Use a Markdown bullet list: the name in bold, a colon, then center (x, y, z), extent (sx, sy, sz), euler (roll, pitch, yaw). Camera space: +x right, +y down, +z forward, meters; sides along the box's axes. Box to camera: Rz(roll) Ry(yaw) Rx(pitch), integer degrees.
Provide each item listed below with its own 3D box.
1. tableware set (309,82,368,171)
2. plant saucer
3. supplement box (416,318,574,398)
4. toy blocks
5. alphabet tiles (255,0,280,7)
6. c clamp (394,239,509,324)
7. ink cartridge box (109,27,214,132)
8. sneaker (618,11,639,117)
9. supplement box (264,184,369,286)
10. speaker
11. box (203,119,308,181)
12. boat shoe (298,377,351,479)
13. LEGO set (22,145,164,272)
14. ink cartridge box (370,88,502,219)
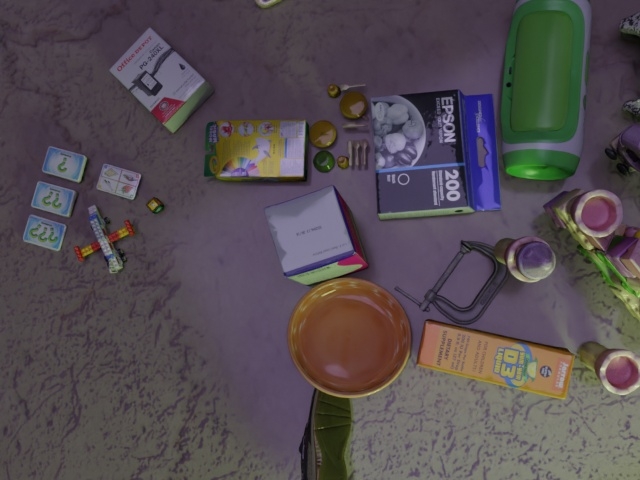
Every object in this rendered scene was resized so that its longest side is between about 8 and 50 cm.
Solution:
- **tableware set**: center (0.032, -0.196, 1.336), extent (0.104, 0.024, 0.154), euler (-2, 84, 12)
- **plant saucer**: center (0.046, 0.158, 1.255), extent (0.200, 0.037, 0.199), euler (0, 67, -1)
- **supplement box**: center (0.273, 0.185, 1.220), extent (0.234, 0.080, 0.078), euler (11, 87, 8)
- **toy blocks**: center (0.456, 0.028, 1.087), extent (0.309, 0.260, 0.288), euler (-40, 95, 1)
- **alphabet tiles**: center (-0.106, -0.568, 1.392), extent (0.278, 0.021, 0.284), euler (-26, 86, 4)
- **c clamp**: center (0.225, 0.063, 1.270), extent (0.137, 0.022, 0.160), euler (41, 91, 12)
- **ink cartridge box**: center (-0.282, -0.284, 1.373), extent (0.150, 0.063, 0.109), euler (44, 91, 11)
- **sneaker**: center (0.576, -0.201, 1.210), extent (0.182, 0.158, 0.410), euler (-15, 77, 27)
- **supplement box**: center (0.000, 0.000, 1.214), extent (0.111, 0.220, 0.113), euler (-18, 79, 6)
- **speaker**: center (0.361, -0.252, 1.238), extent (0.131, 0.131, 0.296), euler (5, 84, 10)
- **box**: center (-0.112, -0.155, 1.342), extent (0.179, 0.043, 0.105), euler (2, 83, 7)
- **boat shoe**: center (0.000, 0.331, 1.244), extent (0.073, 0.080, 0.223), euler (-22, 61, 46)
- **LEGO set**: center (-0.406, -0.053, 1.368), extent (0.244, 0.060, 0.182), euler (17, 89, 10)
- **ink cartridge box**: center (0.192, -0.145, 1.292), extent (0.208, 0.045, 0.206), euler (-4, 82, 7)
